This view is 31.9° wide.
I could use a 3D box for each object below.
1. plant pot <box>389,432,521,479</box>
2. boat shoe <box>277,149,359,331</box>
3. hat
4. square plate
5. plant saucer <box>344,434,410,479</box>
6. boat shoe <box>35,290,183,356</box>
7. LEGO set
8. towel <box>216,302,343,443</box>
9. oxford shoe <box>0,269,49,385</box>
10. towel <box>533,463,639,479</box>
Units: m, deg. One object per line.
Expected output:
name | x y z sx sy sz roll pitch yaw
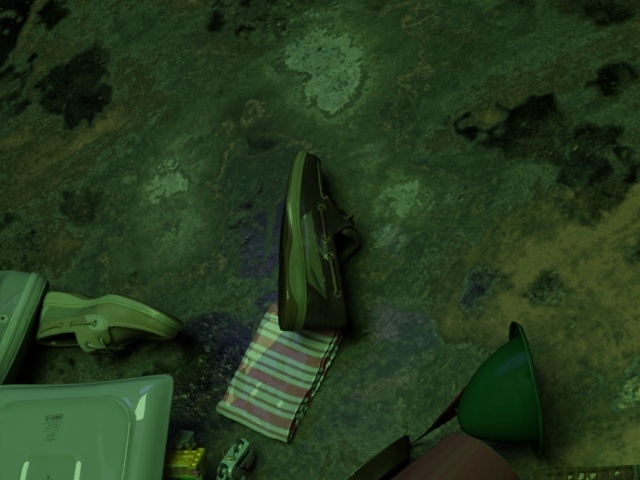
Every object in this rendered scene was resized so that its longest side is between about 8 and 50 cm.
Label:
plant pot | 0.159 0.354 1.426 0.201 0.201 0.180 25 58 35
boat shoe | 0.000 0.000 1.770 0.123 0.123 0.342 5 47 -6
hat | 0.186 0.220 1.473 0.183 0.209 0.173 -9 26 1
square plate | -0.389 0.364 1.629 0.347 0.049 0.344 -6 64 23
plant saucer | 0.062 0.326 1.505 0.168 0.168 0.029 -40 73 0
boat shoe | -0.353 0.147 1.849 0.302 0.109 0.098 4 68 34
LEGO set | -0.239 0.342 1.699 0.287 0.107 0.132 9 31 35
towel | -0.065 0.199 1.719 0.144 0.029 0.197 16 70 34
oxford shoe | -0.584 0.239 1.854 0.130 0.169 0.449 19 60 -5
towel | 0.385 0.448 1.343 0.271 0.040 0.370 -7 57 21
